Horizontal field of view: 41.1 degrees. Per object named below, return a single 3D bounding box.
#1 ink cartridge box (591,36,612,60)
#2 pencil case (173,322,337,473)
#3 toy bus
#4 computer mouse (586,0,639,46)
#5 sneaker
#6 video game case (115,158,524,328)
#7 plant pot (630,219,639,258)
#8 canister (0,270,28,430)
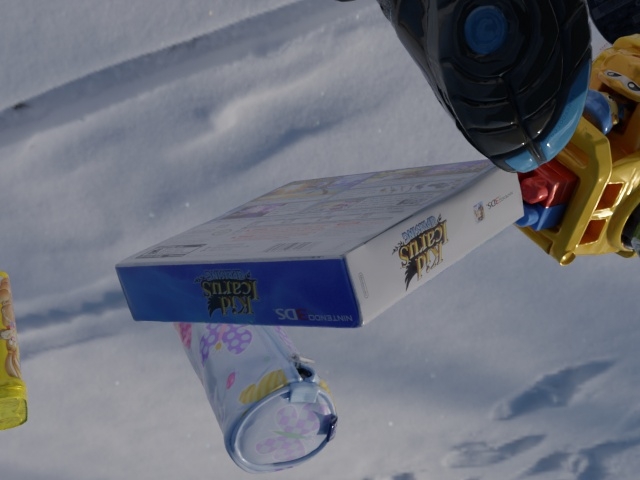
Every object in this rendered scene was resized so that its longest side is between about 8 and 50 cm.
[{"bbox_3d":[0.524,-0.312,1.442,0.060,0.180,0.104,42,116,-16],"label":"ink cartridge box"},{"bbox_3d":[-0.082,0.116,0.903,0.113,0.273,0.124,-6,121,-23],"label":"pencil case"},{"bbox_3d":[0.267,-0.087,0.873,0.211,0.149,0.220,-9,131,-31],"label":"toy bus"},{"bbox_3d":[0.410,-0.399,1.130,0.184,0.060,0.262,-32,88,41],"label":"computer mouse"},{"bbox_3d":[0.093,-0.211,0.646,0.125,0.139,0.341,-30,105,-9],"label":"sneaker"},{"bbox_3d":[0.000,0.000,0.745,0.269,0.244,0.061,-3,109,43],"label":"video game case"},{"bbox_3d":[0.362,-0.049,0.553,0.293,0.275,0.275,-42,132,7],"label":"plant pot"},{"bbox_3d":[-0.409,0.136,1.058,0.073,0.170,0.126,-7,154,-21],"label":"canister"}]
